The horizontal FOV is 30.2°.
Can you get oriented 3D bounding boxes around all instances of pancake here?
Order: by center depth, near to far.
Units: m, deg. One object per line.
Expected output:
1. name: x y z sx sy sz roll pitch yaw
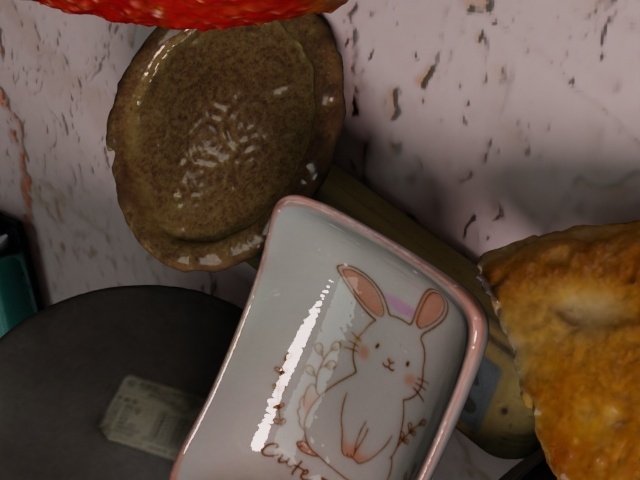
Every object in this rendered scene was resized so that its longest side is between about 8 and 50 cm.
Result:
1. pancake: -0.067 -0.077 0.782 0.199 0.021 0.199 -5 79 30

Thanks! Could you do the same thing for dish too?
1. dish: 0.014 0.094 0.694 0.151 0.077 0.212 32 109 30

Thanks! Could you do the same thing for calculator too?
1. calculator: -0.376 0.072 1.254 0.274 0.058 0.248 17 121 44

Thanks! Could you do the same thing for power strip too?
1. power strip: 0.000 0.000 0.789 0.387 0.066 0.092 37 132 30

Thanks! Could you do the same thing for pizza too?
1. pizza: 0.209 0.068 0.514 0.365 0.182 0.074 7 155 40

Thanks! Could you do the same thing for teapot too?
1. teapot: -0.101 0.250 0.903 0.376 0.305 0.362 15 136 9

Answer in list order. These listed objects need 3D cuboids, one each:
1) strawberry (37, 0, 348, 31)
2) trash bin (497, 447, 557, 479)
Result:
1. strawberry: -0.090 -0.219 0.631 0.277 0.257 0.257 40 137 12
2. trash bin: 0.168 0.218 0.611 0.290 0.209 0.182 -8 109 44
